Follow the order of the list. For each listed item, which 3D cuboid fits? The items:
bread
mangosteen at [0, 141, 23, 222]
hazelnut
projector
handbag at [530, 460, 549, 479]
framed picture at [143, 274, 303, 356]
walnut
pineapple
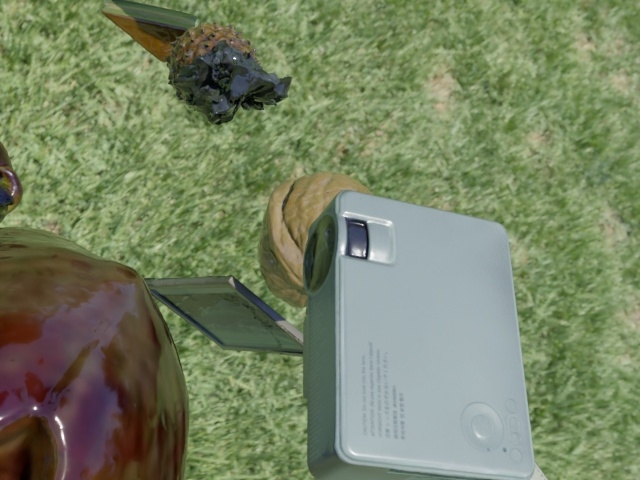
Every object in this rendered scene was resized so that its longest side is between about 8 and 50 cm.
[{"bbox_3d":[-0.292,-0.385,1.467,0.139,0.084,0.074,38,28,-24],"label":"bread"},{"bbox_3d":[-0.603,-0.089,1.441,0.215,0.258,0.215,-26,127,-41],"label":"mangosteen"},{"bbox_3d":[-0.282,0.195,0.707,0.402,0.429,0.402,-3,106,-10],"label":"hazelnut"},{"bbox_3d":[0.080,0.095,0.791,0.192,0.099,0.256,11,60,-20],"label":"projector"},{"bbox_3d":[0.214,0.409,1.172,0.237,0.160,0.358,-38,99,-12],"label":"handbag"},{"bbox_3d":[-0.178,0.146,1.651,0.247,0.335,0.022,43,62,-29],"label":"framed picture"},{"bbox_3d":[0.000,0.000,1.444,0.225,0.225,0.261,40,34,-20],"label":"walnut"},{"bbox_3d":[-0.133,-0.240,1.259,0.170,0.310,0.141,0,109,-18],"label":"pineapple"}]
